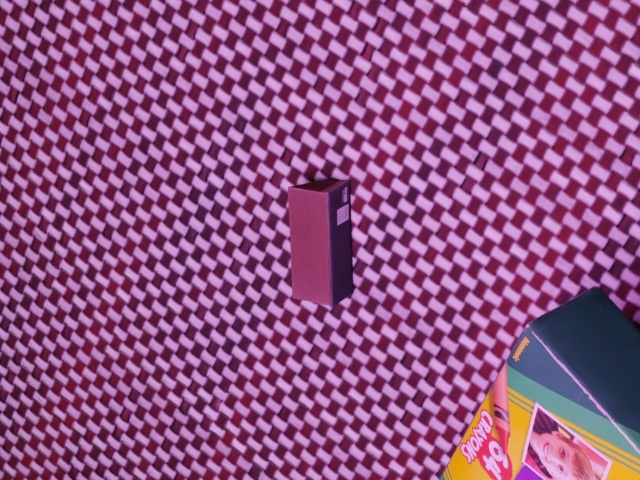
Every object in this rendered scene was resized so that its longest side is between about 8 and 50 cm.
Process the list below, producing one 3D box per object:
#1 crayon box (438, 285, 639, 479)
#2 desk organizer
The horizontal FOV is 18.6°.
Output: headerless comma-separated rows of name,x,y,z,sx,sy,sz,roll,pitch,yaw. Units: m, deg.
crayon box,0.273,0.272,1.859,0.313,0.106,0.363,50,147,21
desk organizer,0.000,0.000,2.048,0.050,0.047,0.130,11,115,29
